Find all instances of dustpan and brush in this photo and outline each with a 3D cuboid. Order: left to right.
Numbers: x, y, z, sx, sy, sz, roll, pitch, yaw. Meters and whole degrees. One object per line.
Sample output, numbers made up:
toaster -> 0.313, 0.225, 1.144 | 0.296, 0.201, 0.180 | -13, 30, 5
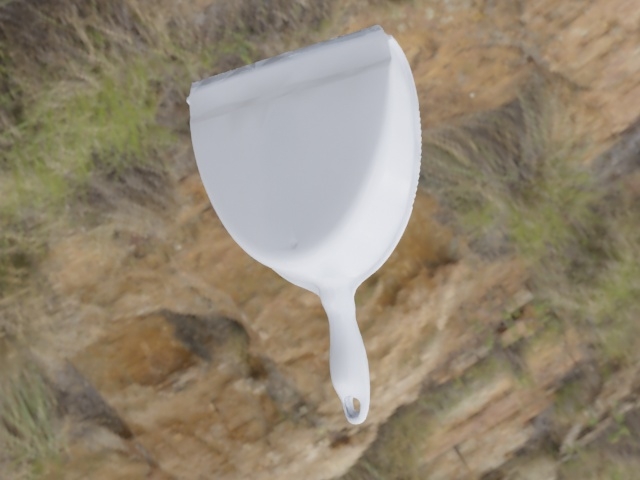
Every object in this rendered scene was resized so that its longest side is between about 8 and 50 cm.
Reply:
dustpan and brush -> 0.000, 0.000, 0.597 | 0.147, 0.211, 0.060 | -11, 167, 30
